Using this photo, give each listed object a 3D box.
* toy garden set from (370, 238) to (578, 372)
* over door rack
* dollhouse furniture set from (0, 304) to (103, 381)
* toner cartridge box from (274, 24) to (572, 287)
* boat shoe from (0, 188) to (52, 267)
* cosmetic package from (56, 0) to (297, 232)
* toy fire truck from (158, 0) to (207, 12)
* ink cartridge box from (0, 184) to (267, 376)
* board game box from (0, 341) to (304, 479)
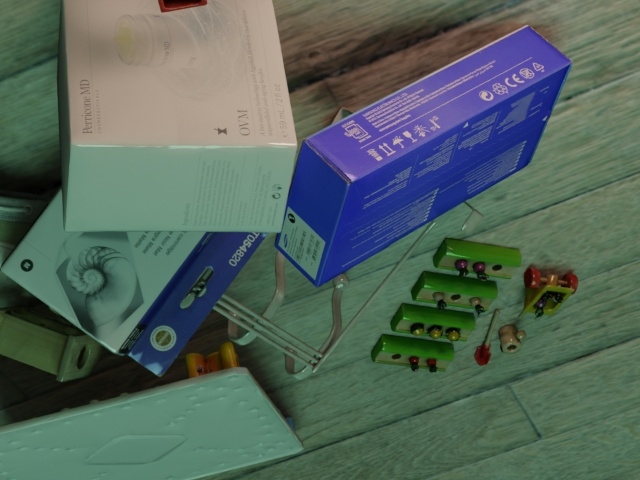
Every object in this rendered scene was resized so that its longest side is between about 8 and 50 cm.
[{"bbox_3d":[0.209,0.107,2.162,0.203,0.049,0.244,9,136,-21],"label":"toy garden set"},{"bbox_3d":[0.000,0.000,1.966,0.324,0.108,0.239,-44,131,15],"label":"over door rack"},{"bbox_3d":[-0.353,0.065,2.003,0.182,0.161,0.101,19,-175,15],"label":"dollhouse furniture set"},{"bbox_3d":[0.112,-0.094,1.747,0.348,0.075,0.165,-29,152,-35],"label":"toner cartridge box"},{"bbox_3d":[-0.437,-0.055,1.806,0.320,0.118,0.103,26,86,-31],"label":"boat shoe"},{"bbox_3d":[-0.153,-0.133,1.671,0.224,0.224,0.138,-1,139,-11],"label":"cosmetic package"},{"bbox_3d":[-0.148,-0.324,1.518,0.047,0.135,0.192,-10,140,0],"label":"toy fire truck"},{"bbox_3d":[-0.202,0.009,1.819,0.224,0.045,0.223,36,91,-11],"label":"ink cartridge box"},{"bbox_3d":[-0.247,0.255,2.157,0.390,0.050,0.390,-14,157,5],"label":"board game box"}]
